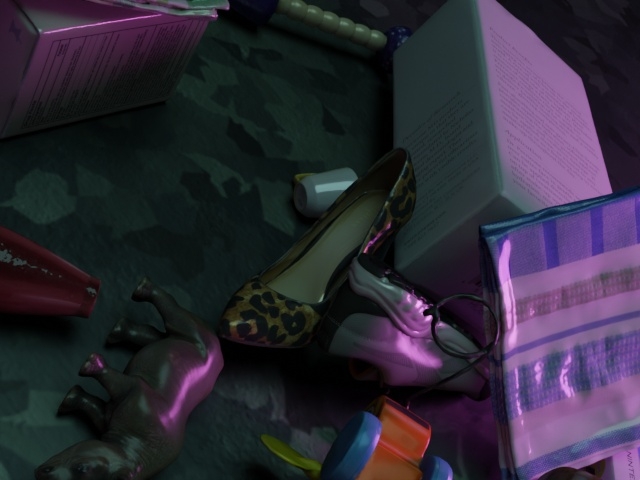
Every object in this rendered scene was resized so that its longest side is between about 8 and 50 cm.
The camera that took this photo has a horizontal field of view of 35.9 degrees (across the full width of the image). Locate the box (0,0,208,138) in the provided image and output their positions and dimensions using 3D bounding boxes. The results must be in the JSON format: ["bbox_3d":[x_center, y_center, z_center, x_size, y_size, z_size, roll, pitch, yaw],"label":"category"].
[{"bbox_3d":[-0.253,-0.219,1.039,0.232,0.148,0.127,-23,67,-46],"label":"box"}]

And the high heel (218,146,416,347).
[{"bbox_3d":[0.000,0.000,0.963,0.093,0.186,0.261,31,25,25],"label":"high heel"}]

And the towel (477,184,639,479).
[{"bbox_3d":[0.263,0.100,1.004,0.209,0.285,0.034,-14,16,-17],"label":"towel"}]

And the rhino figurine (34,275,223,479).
[{"bbox_3d":[-0.158,0.141,0.829,0.106,0.073,0.243,31,42,-4],"label":"rhino figurine"}]

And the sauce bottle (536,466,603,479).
[{"bbox_3d":[0.163,0.328,0.858,0.111,0.111,0.344,46,42,10],"label":"sauce bottle"}]

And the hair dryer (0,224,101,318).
[{"bbox_3d":[-0.316,0.070,0.797,0.293,0.080,0.224,-20,75,-35],"label":"hair dryer"}]

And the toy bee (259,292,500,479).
[{"bbox_3d":[0.058,0.211,0.885,0.298,0.162,0.195,-36,85,-24],"label":"toy bee"}]

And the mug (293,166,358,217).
[{"bbox_3d":[0.001,-0.051,1.147,0.064,0.078,0.062,-6,89,-29],"label":"mug"}]

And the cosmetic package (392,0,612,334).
[{"bbox_3d":[0.219,-0.097,1.208,0.230,0.161,0.453,35,35,-23],"label":"cosmetic package"}]

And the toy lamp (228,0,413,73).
[{"bbox_3d":[-0.007,-0.304,1.356,0.274,0.080,0.080,18,44,-25],"label":"toy lamp"}]

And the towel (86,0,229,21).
[{"bbox_3d":[-0.268,-0.315,0.962,0.325,0.038,0.248,2,45,-38],"label":"towel"}]

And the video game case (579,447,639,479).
[{"bbox_3d":[0.408,0.329,1.073,0.269,0.061,0.244,25,42,-14],"label":"video game case"}]

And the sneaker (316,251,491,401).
[{"bbox_3d":[0.090,0.109,1.000,0.271,0.108,0.100,36,4,-44],"label":"sneaker"}]
